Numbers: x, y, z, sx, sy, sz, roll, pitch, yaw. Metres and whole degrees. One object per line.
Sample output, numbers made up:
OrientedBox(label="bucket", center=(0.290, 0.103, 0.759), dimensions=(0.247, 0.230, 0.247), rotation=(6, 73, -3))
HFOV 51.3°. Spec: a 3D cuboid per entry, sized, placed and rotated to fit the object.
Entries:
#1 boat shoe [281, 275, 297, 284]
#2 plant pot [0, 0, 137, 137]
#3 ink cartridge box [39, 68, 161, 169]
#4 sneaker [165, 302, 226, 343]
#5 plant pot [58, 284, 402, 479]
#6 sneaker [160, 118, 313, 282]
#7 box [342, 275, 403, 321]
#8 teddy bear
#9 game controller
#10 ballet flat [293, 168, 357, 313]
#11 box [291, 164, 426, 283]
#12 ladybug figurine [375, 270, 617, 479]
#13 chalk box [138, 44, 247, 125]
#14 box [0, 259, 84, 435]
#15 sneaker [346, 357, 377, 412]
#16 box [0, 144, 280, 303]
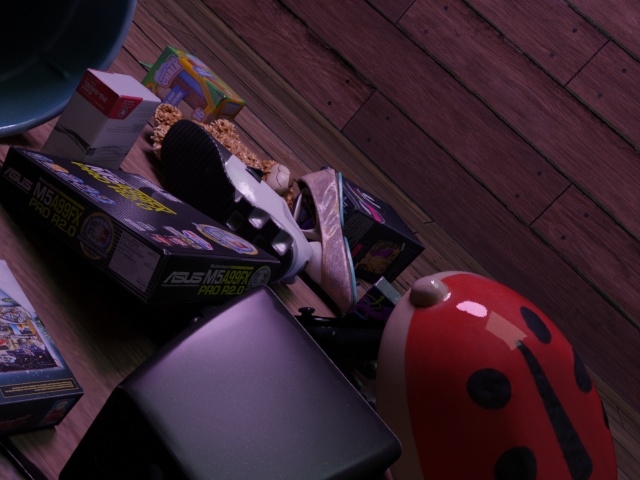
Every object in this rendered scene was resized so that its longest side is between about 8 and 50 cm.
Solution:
OrientedBox(label="boat shoe", center=(-0.072, 0.039, 1.163), dimensions=(0.100, 0.035, 0.035), rotation=(41, 17, 23))
OrientedBox(label="plant pot", center=(-0.462, -0.358, 0.806), dimensions=(0.334, 0.341, 0.341), rotation=(39, 14, 18))
OrientedBox(label="ink cartridge box", center=(-0.300, -0.148, 0.903), dimensions=(0.063, 0.150, 0.109), rotation=(39, 15, 6))
OrientedBox(label="sneaker", center=(-0.090, 0.145, 0.749), dimensions=(0.227, 0.087, 0.130), rotation=(44, 17, 18))
OrientedBox(label="plant pot", center=(-0.087, 0.174, 0.528), dimensions=(0.187, 0.188, 0.167), rotation=(48, 30, 20))
OrientedBox(label="sneaker", center=(-0.139, -0.065, 1.122), dimensions=(0.331, 0.122, 0.146), rotation=(51, 19, 13))
OrientedBox(label="box", center=(0.106, 0.140, 1.117), dimensions=(0.116, 0.162, 0.029), rotation=(43, 56, 6))
OrientedBox(label="teddy bear", center=(-0.175, -0.146, 1.268), dimensions=(0.338, 0.113, 0.245), rotation=(37, 19, -16))
OrientedBox(label="game controller", center=(0.017, 0.127, 0.942), dimensions=(0.166, 0.067, 0.319), rotation=(5, -6, 34))
OrientedBox(label="ballet flat", center=(0.000, 0.000, 1.276), dimensions=(0.106, 0.108, 0.316), rotation=(-2, 55, -6))
OrientedBox(label="box", center=(0.080, -0.025, 1.489), dimensions=(0.270, 0.143, 0.165), rotation=(26, 23, -45))
OrientedBox(label="ladybug figurine", center=(0.231, 0.231, 0.809), dimensions=(0.161, 0.305, 0.449), rotation=(-2, -53, 53))
OrientedBox(label="chalk box", center=(-0.288, -0.315, 1.405), dimensions=(0.213, 0.132, 0.132), rotation=(43, 15, 5))
OrientedBox(label="box", center=(-0.308, 0.076, 0.482), dimensions=(0.159, 0.044, 0.233), rotation=(49, 17, 24))
OrientedBox(label="sneaker", center=(0.159, 0.266, 0.984), dimensions=(0.279, 0.107, 0.118), rotation=(44, 11, 5))
OrientedBox(label="box", center=(-0.212, -0.016, 0.792), dimensions=(0.270, 0.060, 0.216), rotation=(30, 11, 26))
